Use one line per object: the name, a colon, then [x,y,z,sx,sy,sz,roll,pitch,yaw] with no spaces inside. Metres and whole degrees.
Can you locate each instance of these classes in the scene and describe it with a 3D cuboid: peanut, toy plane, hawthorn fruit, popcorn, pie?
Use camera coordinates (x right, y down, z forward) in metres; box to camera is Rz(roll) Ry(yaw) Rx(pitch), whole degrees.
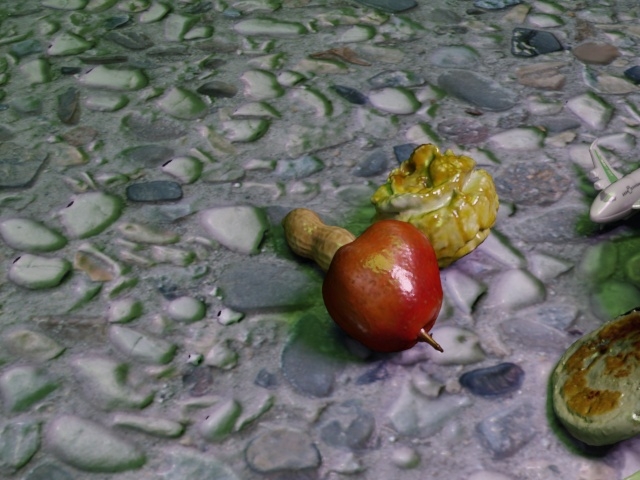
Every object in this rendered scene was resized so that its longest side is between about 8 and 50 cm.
peanut: [0.002,0.000,1.585,0.089,0.089,0.193,-31,49,-29]
toy plane: [0.567,-0.089,1.643,0.255,0.101,0.251,-34,50,-27]
hawthorn fruit: [0.115,0.090,1.404,0.197,0.196,0.225,-25,61,-24]
popcorn: [0.198,-0.051,1.562,0.221,0.183,0.204,-39,38,-18]
pie: [0.432,0.187,1.300,0.240,0.054,0.240,-36,21,16]

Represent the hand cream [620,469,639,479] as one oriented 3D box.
hand cream: [0.480,0.316,1.210,0.175,0.046,0.095,-24,48,-24]
